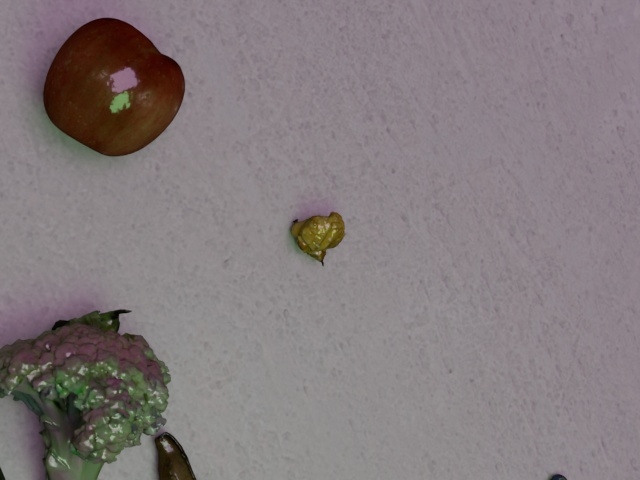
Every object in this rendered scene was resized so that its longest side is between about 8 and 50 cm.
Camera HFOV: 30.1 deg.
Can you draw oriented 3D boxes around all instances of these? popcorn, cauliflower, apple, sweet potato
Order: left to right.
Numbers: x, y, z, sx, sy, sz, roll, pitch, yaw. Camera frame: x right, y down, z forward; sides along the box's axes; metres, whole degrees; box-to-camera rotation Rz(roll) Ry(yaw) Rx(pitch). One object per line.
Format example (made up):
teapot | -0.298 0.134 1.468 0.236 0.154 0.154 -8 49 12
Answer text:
cauliflower | -0.312 0.238 1.555 0.256 0.239 0.315 -2 107 -63
apple | -0.278 -0.206 1.615 0.181 0.181 0.168 32 95 -19
sweet potato | -0.158 0.368 1.671 0.233 0.062 0.081 42 54 -12
popcorn | 0.000 0.000 1.774 0.084 0.084 0.084 3 83 -25

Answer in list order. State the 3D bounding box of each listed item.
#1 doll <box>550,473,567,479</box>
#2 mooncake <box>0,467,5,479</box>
doll | 0.394 0.444 1.936 0.037 0.027 0.125 -5 87 -33
mooncake | -0.535 0.320 1.357 0.351 0.351 0.187 -33 100 -24
